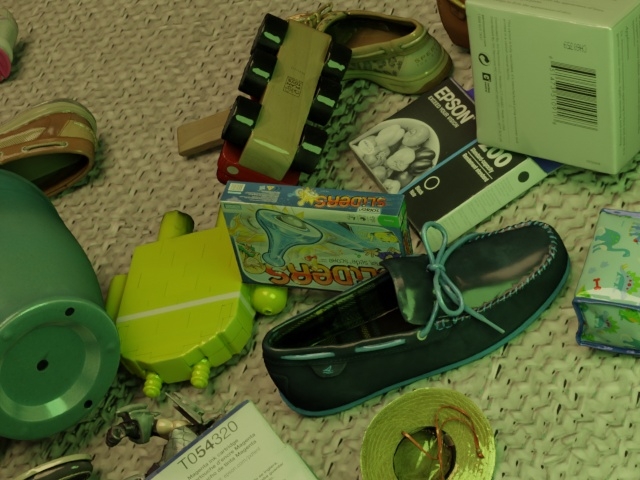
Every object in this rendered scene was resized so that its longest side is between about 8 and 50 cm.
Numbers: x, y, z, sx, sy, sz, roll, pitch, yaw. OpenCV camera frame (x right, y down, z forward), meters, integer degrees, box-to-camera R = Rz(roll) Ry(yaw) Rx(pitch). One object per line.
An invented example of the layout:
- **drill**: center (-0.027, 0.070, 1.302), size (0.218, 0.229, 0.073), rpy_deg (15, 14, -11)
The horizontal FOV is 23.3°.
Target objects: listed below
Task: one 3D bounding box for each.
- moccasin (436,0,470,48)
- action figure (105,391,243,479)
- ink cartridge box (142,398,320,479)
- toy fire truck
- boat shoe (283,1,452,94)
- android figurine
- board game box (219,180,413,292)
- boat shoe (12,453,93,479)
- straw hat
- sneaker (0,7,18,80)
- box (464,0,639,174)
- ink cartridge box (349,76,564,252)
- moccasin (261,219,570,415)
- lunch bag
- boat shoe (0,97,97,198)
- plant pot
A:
- **moccasin**: center (0.286, -0.277, 1.820), size (0.139, 0.147, 0.380), rpy_deg (-47, 43, -15)
- **action figure**: center (-0.179, 0.269, 1.627), size (0.285, 0.099, 0.185), rpy_deg (-43, 48, -7)
- **ink cartridge box**: center (-0.099, 0.366, 1.479), size (0.324, 0.071, 0.330), rpy_deg (-38, 50, -4)
- **toy fire truck**: center (-0.089, -0.138, 1.953), size (0.158, 0.246, 0.217), rpy_deg (21, 54, -9)
- **boat shoe**: center (0.042, -0.261, 2.001), size (0.285, 0.089, 0.104), rpy_deg (13, 59, 39)
- **android figurine**: center (-0.152, 0.067, 1.837), size (0.248, 0.056, 0.272), rpy_deg (-14, 44, 20)
- **board game box**: center (0.000, 0.000, 1.709), size (0.201, 0.136, 0.035), rpy_deg (5, 48, 17)
- **boat shoe**: center (-0.335, 0.307, 1.729), size (0.206, 0.075, 0.065), rpy_deg (-30, 69, 3)
- **straw hat**: center (0.098, 0.216, 1.531), size (0.144, 0.144, 0.061), rpy_deg (-50, 6, -18)
- **sneaker**: center (-0.568, -0.305, 2.426), size (0.252, 0.103, 0.111), rpy_deg (2, 48, 25)
- **box**: center (0.268, -0.191, 1.695), size (0.182, 0.181, 0.119), rpy_deg (16, 40, 34)
- **ink cartridge box**: center (0.164, -0.107, 1.814), size (0.208, 0.045, 0.206), rpy_deg (-33, 41, -2)
- **moccasin**: center (0.099, 0.075, 1.626), size (0.342, 0.117, 0.137), rpy_deg (-31, 42, 2)
- **lunch bag**: center (0.336, 0.044, 1.534), size (0.151, 0.096, 0.128), rpy_deg (10, 53, 21)
- **boat shoe**: center (-0.449, -0.078, 2.114), size (0.324, 0.123, 0.116), rpy_deg (-30, 44, 6)
- **plant pot**: center (-0.366, 0.088, 1.789), size (0.272, 0.271, 0.255), rpy_deg (-42, 43, -10)
